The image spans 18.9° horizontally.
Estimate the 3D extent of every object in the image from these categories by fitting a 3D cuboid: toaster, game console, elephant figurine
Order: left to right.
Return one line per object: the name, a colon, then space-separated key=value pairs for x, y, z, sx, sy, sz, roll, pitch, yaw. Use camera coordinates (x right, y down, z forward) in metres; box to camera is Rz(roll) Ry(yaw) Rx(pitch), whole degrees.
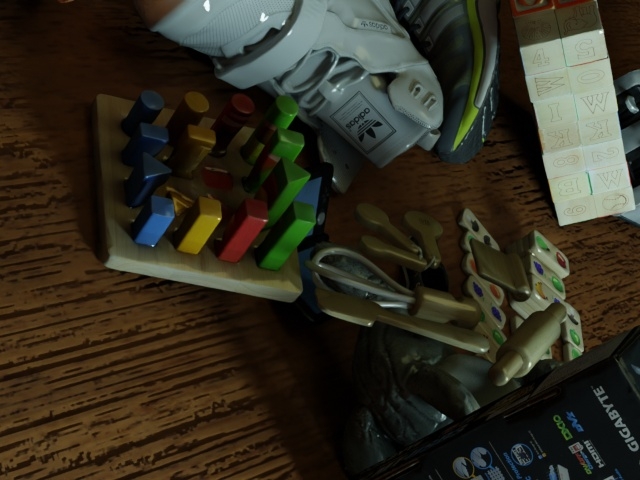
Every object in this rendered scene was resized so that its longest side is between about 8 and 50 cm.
game console: x=0.000 y=0.000 z=1.598 sx=0.122 sy=0.071 sz=0.107 roll=-22 pitch=125 yaw=-62
elephant figurine: x=0.088 y=0.134 z=1.547 sx=0.239 sy=0.169 sz=0.186 roll=28 pitch=0 yaw=-33
toaster: x=0.404 y=-0.093 z=2.298 sx=0.186 sy=0.110 sz=0.168 roll=21 pitch=45 yaw=-48

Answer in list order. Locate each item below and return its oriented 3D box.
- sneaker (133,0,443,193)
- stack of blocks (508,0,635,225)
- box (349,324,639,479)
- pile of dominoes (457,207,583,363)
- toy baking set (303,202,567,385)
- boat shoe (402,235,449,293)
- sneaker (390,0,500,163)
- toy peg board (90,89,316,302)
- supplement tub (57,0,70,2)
sneaker: x=-0.007 y=-0.160 z=1.680 sx=0.210 sy=0.137 sz=0.366 roll=59 pitch=25 yaw=10
stack of blocks: x=0.261 y=-0.176 z=2.042 sx=0.297 sy=0.087 sz=0.171 roll=69 pitch=11 yaw=-51
box: x=0.191 y=0.252 z=1.413 sx=0.295 sy=0.293 sz=0.073 roll=57 pitch=36 yaw=0
pile of dominoes: x=0.214 y=0.092 z=1.882 sx=0.196 sy=0.040 sz=0.251 roll=39 pitch=33 yaw=-31
toy baking set: x=0.090 y=0.047 z=1.518 sx=0.197 sy=0.030 sz=0.256 roll=29 pitch=26 yaw=9
boat shoe: x=0.099 y=0.036 z=1.758 sx=0.049 sy=0.042 sz=0.133 roll=42 pitch=30 yaw=-23
sneaker: x=0.126 y=-0.215 z=1.998 sx=0.111 sy=0.121 sz=0.300 roll=79 pitch=13 yaw=-64
toy peg board: x=-0.082 y=-0.052 z=1.461 sx=0.161 sy=0.079 sz=0.161 roll=12 pitch=48 yaw=-26
supplement tub: x=-0.248 y=-0.341 z=1.428 sx=0.316 sy=0.193 sz=0.193 roll=47 pitch=30 yaw=-19
